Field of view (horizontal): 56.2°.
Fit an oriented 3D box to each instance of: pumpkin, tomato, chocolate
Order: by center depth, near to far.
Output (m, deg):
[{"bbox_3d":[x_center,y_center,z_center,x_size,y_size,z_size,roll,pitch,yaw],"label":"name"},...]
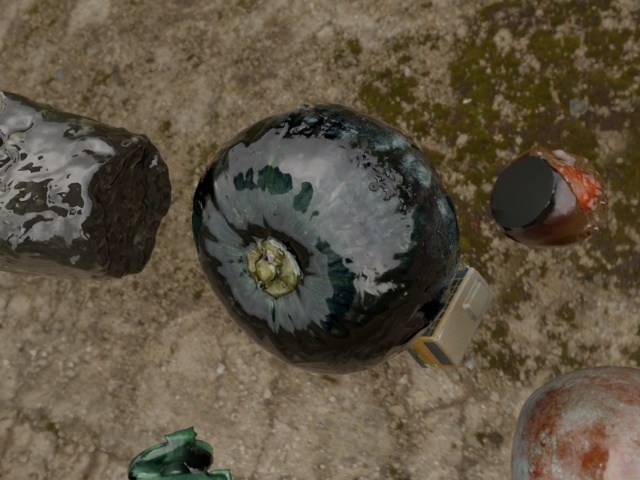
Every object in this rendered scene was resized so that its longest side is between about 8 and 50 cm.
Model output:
[{"bbox_3d":[0.000,0.000,0.510,0.233,0.233,0.163,9,28,28],"label":"pumpkin"},{"bbox_3d":[0.277,-0.049,0.703,0.127,0.133,0.124,4,82,64],"label":"chocolate"},{"bbox_3d":[0.416,0.332,0.842,0.283,0.316,0.316,8,69,16],"label":"tomato"}]

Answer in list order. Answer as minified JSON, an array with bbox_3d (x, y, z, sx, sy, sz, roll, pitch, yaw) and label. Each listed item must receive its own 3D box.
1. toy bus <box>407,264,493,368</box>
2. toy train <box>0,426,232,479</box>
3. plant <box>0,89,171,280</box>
[{"bbox_3d":[0.227,0.129,1.056,0.103,0.091,0.182,-11,35,52],"label":"toy bus"},{"bbox_3d":[-0.134,0.162,0.303,0.132,0.200,0.083,118,148,-41],"label":"toy train"},{"bbox_3d":[-0.327,-0.056,0.694,0.276,0.199,0.188,6,76,13],"label":"plant"}]
